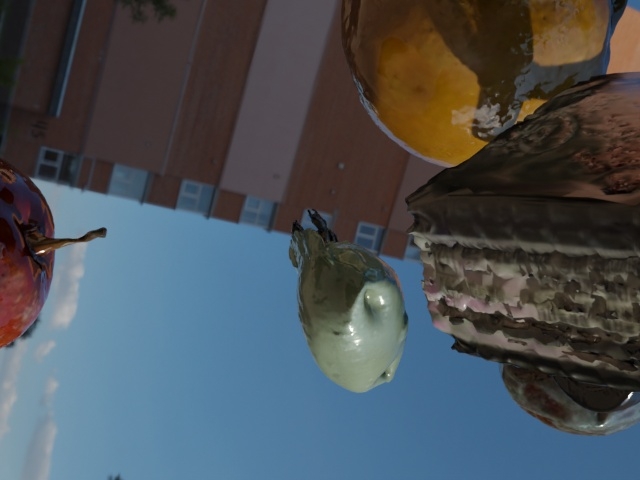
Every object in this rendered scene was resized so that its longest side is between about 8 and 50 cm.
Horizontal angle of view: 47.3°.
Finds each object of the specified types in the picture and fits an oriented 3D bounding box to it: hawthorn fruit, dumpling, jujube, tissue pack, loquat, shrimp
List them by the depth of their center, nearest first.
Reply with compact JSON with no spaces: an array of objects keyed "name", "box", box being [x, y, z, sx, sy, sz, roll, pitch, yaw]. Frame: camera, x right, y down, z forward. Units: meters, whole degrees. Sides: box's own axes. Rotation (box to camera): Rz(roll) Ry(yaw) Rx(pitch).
[{"name":"tissue pack","box":[0.237,-0.017,0.370,0.332,0.245,0.123,7,-59,48]},{"name":"dumpling","box":[0.030,0.060,0.722,0.216,0.105,0.149,70,8,-47]},{"name":"hawthorn fruit","box":[-0.349,0.011,0.725,0.242,0.272,0.241,175,-90,-80]},{"name":"shrimp","box":[-0.004,0.000,0.747,0.038,0.092,0.029,-18,-134,14]},{"name":"loquat","box":[0.179,-0.243,0.844,0.328,0.329,0.328,-40,-136,53]},{"name":"jujube","box":[0.398,0.145,1.059,0.246,0.308,0.215,58,-23,27]}]

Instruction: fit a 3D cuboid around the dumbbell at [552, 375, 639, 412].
[{"name":"dumbbell","box":[0.324,0.082,0.715,0.143,0.326,0.143,173,-90,-70]}]
